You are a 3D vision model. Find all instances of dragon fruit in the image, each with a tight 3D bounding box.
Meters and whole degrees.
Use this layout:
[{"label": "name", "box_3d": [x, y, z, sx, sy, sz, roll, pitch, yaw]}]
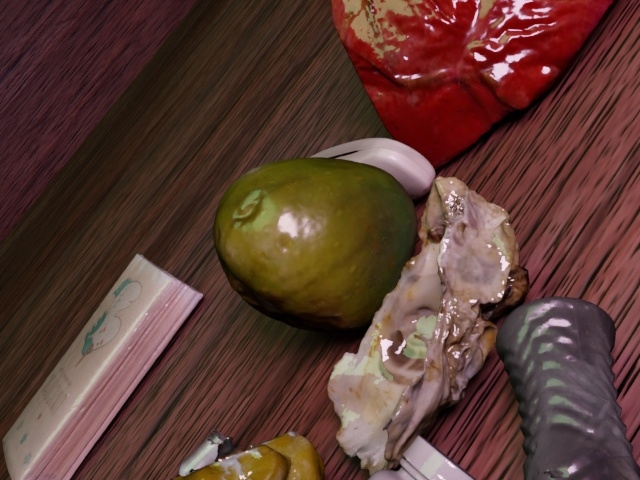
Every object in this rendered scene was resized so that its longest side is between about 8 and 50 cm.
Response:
[{"label": "dragon fruit", "box_3d": [0.185, -0.280, 0.820, 0.330, 0.302, 0.240, -29, 5, 19]}]

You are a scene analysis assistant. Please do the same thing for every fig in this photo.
[{"label": "fig", "box_3d": [0.000, 0.000, 0.719, 0.191, 0.181, 0.181, -31, 22, -21]}]

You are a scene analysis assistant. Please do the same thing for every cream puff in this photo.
[{"label": "cream puff", "box_3d": [-0.053, 0.224, 0.592, 0.121, 0.156, 0.156, -3, 34, -5]}]

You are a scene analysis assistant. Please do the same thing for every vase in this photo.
[{"label": "vase", "box_3d": [0.145, 0.136, 0.425, 0.115, 0.115, 0.237, -32, 29, 29]}]

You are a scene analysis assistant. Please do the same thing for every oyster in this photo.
[{"label": "oyster", "box_3d": [0.088, 0.072, 0.595, 0.232, 0.107, 0.161, -67, 21, -2]}]

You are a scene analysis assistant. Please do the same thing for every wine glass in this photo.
[{"label": "wine glass", "box_3d": [-0.123, 0.226, 0.760, 0.083, 0.039, 0.042, -49, 19, -6]}]

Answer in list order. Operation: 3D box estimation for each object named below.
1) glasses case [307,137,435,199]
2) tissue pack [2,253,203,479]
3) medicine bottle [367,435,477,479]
[{"label": "glasses case", "box_3d": [0.044, -0.070, 0.832, 0.204, 0.081, 0.051, -6, 54, 62]}, {"label": "tissue pack", "box_3d": [-0.301, 0.176, 1.046, 0.325, 0.071, 0.170, -56, 30, -10]}, {"label": "medicine bottle", "box_3d": [0.046, 0.202, 0.500, 0.140, 0.079, 0.079, -52, 28, -6]}]
